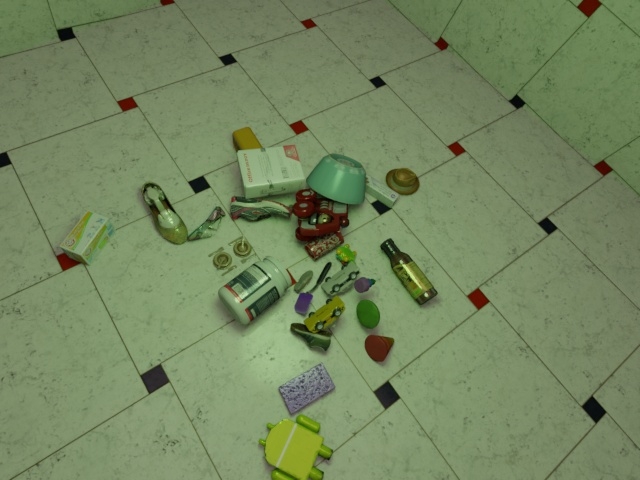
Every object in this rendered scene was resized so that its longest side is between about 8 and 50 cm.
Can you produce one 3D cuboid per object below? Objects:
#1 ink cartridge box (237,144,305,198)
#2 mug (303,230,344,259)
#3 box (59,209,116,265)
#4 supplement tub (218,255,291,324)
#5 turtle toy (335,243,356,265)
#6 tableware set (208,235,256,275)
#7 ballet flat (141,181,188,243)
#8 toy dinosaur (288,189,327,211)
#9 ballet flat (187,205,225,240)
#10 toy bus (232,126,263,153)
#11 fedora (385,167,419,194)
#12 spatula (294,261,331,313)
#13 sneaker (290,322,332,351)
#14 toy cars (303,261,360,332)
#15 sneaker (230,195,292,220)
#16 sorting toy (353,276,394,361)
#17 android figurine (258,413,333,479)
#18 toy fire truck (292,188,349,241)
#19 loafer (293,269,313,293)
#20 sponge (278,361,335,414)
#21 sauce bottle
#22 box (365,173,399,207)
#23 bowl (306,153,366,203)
[{"bbox_3d":[-0.238,-0.328,1.933,0.283,0.117,0.207,-10,69,-15],"label":"ink cartridge box"},{"bbox_3d":[0.005,0.008,1.960,0.169,0.113,0.150,-35,28,-19],"label":"mug"},{"bbox_3d":[-1.014,-0.012,1.786,0.103,0.114,0.203,21,62,3],"label":"box"},{"bbox_3d":[-0.278,0.210,1.743,0.272,0.191,0.191,-37,74,-24],"label":"supplement tub"},{"bbox_3d":[0.124,0.081,1.946,0.130,0.066,0.095,46,42,13],"label":"turtle toy"},{"bbox_3d":[-0.408,0.059,1.888,0.194,0.039,0.128,-33,72,-23],"label":"tableware set"},{"bbox_3d":[-0.733,-0.136,1.897,0.123,0.123,0.348,-29,71,-22],"label":"ballet flat"},{"bbox_3d":[-0.051,-0.218,2.081,0.268,0.064,0.118,-16,80,-17],"label":"toy dinosaur"},{"bbox_3d":[-0.526,-0.067,1.924,0.079,0.077,0.221,41,62,-9],"label":"ballet flat"},{"bbox_3d":[-0.333,-0.417,2.100,0.108,0.130,0.332,-25,69,-20],"label":"toy bus"},{"bbox_3d":[0.454,-0.337,2.214,0.194,0.079,0.194,4,62,-8],"label":"fedora"},{"bbox_3d":[-0.026,0.207,1.870,0.084,0.030,0.296,5,46,39],"label":"spatula"},{"bbox_3d":[-0.046,0.418,1.740,0.192,0.086,0.064,11,15,23],"label":"sneaker"},{"bbox_3d":[0.067,0.260,1.805,0.177,0.087,0.393,-9,37,36],"label":"toy cars"},{"bbox_3d":[-0.286,-0.144,1.980,0.299,0.121,0.112,7,93,4],"label":"sneaker"},{"bbox_3d":[0.248,0.332,1.782,0.126,0.127,0.365,-11,85,-41],"label":"sorting toy"},{"bbox_3d":[-0.098,0.790,1.542,0.273,0.056,0.248,25,62,4],"label":"android figurine"},{"bbox_3d":[0.008,-0.120,1.910,0.254,0.169,0.302,-1,33,4],"label":"toy fire truck"},{"bbox_3d":[-0.076,0.190,1.878,0.045,0.039,0.125,16,51,38],"label":"loafer"},{"bbox_3d":[-0.055,0.600,1.663,0.210,0.031,0.117,-24,69,-19],"label":"sponge"},{"bbox_3d":[0.409,0.142,1.938,0.111,0.111,0.344,-27,68,-21],"label":"sauce bottle"},{"bbox_3d":[0.262,-0.294,2.169,0.324,0.067,0.063,34,63,10],"label":"box"},{"bbox_3d":[0.099,-0.321,2.016,0.312,0.163,0.311,16,26,-8],"label":"bowl"}]
